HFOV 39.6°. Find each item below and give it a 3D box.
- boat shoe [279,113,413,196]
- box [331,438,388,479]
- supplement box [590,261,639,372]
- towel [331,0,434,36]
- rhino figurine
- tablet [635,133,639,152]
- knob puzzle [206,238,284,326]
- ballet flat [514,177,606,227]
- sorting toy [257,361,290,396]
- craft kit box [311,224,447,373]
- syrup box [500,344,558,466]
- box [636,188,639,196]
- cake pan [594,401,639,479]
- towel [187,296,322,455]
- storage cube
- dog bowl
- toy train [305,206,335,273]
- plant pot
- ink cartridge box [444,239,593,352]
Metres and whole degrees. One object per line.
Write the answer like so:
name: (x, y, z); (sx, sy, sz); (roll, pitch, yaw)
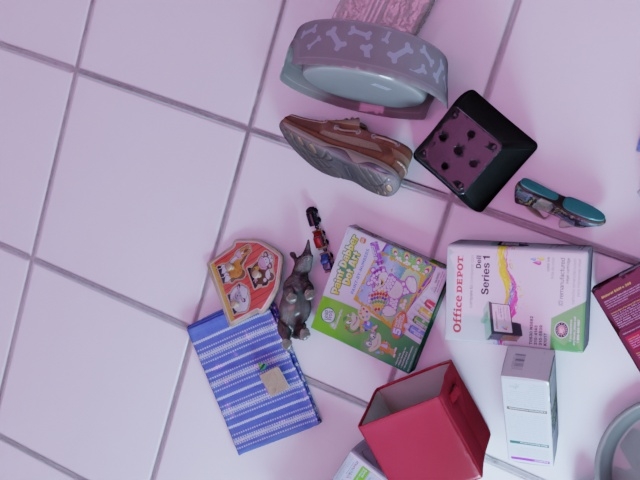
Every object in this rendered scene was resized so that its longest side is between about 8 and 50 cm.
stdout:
boat shoe: (0.056, -0.203, 1.910); (0.324, 0.123, 0.116); (28, 71, 26)
box: (0.110, 0.609, 1.939); (0.231, 0.127, 0.262); (34, 106, 15)
supplement box: (0.642, 0.166, 1.715); (0.130, 0.073, 0.239); (-31, 84, 21)
towel: (0.156, -0.529, 1.864); (0.187, 0.049, 0.282); (32, 106, 17)
rhino figurine: (-0.050, 0.116, 1.978); (0.073, 0.106, 0.243); (8, 97, -10)
tablet: (0.656, -0.189, 1.715); (0.083, 0.006, 0.054); (15, 100, 21)
knob puzzle: (-0.166, 0.079, 2.029); (0.213, 0.030, 0.213); (-6, 77, 30)
ballet flat: (0.474, -0.062, 1.777); (0.188, 0.070, 0.070); (29, 105, 19)
sorting toy: (-0.110, 0.309, 2.027); (0.062, 0.012, 0.083); (-30, 89, 29)
craft kit box: (0.132, 0.125, 1.929); (0.246, 0.061, 0.250); (24, 103, 21)
syrup box: (0.415, 0.329, 1.754); (0.096, 0.093, 0.237); (4, 126, 22)
box: (0.743, -0.020, 1.651); (0.169, 0.087, 0.290); (-37, 80, 20)
cake pan: (0.671, 0.445, 1.685); (0.293, 0.054, 0.293); (-13, 66, 32)
towel: (-0.160, 0.310, 2.070); (0.243, 0.040, 0.336); (-25, 85, 23)
storage cube: (0.217, 0.392, 1.830); (0.215, 0.183, 0.193); (-26, 98, 21)
dog bowl: (0.093, -0.337, 1.760); (0.349, 0.349, 0.102); (11, 87, 21)
toy train: (0.000, 0.000, 1.979); (0.027, 0.036, 0.158); (-20, 87, 22)
plant pot: (0.293, -0.178, 1.776); (0.188, 0.167, 0.187); (43, 109, 12)
ink cartridge box: (0.395, 0.107, 1.785); (0.278, 0.117, 0.201); (3, 96, 22)
